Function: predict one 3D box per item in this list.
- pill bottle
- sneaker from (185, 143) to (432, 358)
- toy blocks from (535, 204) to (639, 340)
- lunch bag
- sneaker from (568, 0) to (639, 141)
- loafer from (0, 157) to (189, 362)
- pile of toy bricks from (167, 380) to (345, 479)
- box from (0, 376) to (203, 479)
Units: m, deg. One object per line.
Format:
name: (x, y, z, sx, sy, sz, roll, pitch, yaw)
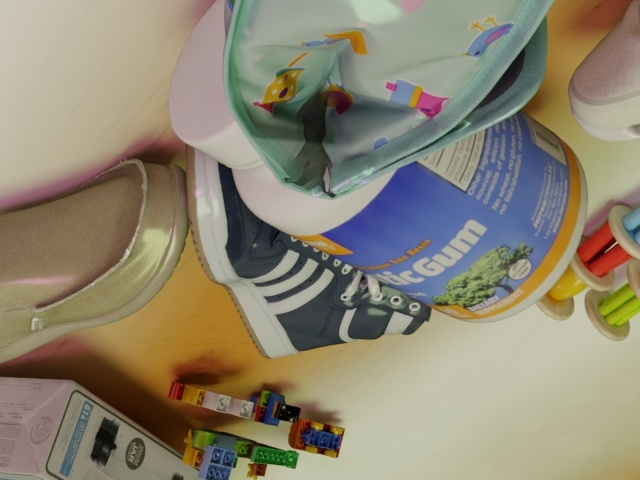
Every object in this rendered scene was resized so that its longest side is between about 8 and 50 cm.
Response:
pill bottle: (0.039, -0.057, 0.822, 0.272, 0.152, 0.152, 27, 134, -37)
sneaker: (0.000, 0.000, 0.942, 0.153, 0.099, 0.282, -8, 151, 9)
toy blocks: (0.264, 0.018, 1.045, 0.123, 0.054, 0.148, 19, 137, -30)
lunch bag: (0.036, -0.173, 0.597, 0.160, 0.223, 0.262, 9, 142, -8)
sneaker: (0.251, -0.174, 0.742, 0.118, 0.110, 0.292, 31, 123, -30)
loafer: (-0.204, 0.018, 0.937, 0.268, 0.102, 0.092, -31, 144, 32)
pile of toy bricks: (-0.079, 0.201, 1.229, 0.105, 0.118, 0.212, 8, 170, 42)
box: (-0.223, 0.227, 1.199, 0.169, 0.087, 0.290, -1, 151, 30)
